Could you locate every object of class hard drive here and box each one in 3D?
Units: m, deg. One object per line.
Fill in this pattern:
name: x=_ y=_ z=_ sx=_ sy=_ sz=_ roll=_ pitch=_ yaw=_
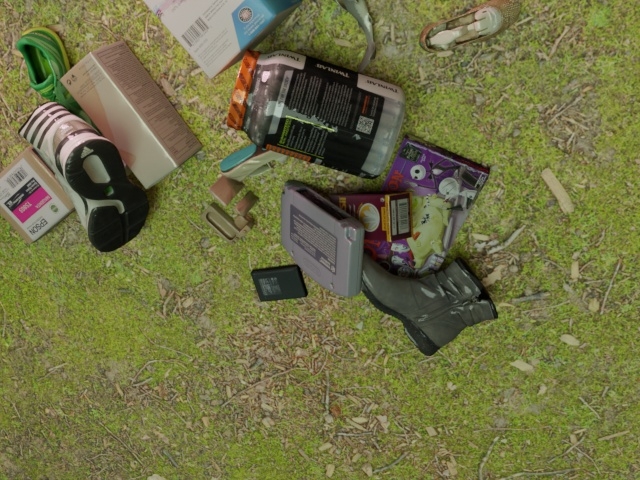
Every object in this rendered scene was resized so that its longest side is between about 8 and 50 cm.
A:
hard drive: x=-0.109 y=0.115 z=1.681 sx=0.135 sy=0.022 sz=0.094 roll=-7 pitch=115 yaw=19

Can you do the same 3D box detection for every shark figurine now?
shark figurine: x=0.034 y=-0.484 z=1.297 sx=0.116 sy=0.166 sz=0.278 roll=-7 pitch=137 yaw=47

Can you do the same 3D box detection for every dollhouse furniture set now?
dollhouse furniture set: x=-0.242 y=-0.058 z=1.567 sx=0.144 sy=0.123 sz=0.151 roll=44 pitch=120 yaw=-9

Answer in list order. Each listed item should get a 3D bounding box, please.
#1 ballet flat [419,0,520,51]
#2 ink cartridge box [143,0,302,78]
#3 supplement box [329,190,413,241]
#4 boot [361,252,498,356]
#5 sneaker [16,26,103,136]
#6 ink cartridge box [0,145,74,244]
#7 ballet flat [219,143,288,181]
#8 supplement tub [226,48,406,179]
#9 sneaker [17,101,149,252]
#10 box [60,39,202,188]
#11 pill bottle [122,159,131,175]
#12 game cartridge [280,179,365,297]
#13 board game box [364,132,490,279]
ballet flat: x=0.295 y=-0.419 z=1.254 sx=0.206 sy=0.067 sz=0.073 roll=-18 pitch=111 yaw=23
ink cartridge box: x=-0.215 y=-0.512 z=1.273 sx=0.198 sy=0.197 sz=0.270 roll=-34 pitch=104 yaw=29
supplement box: x=0.113 y=-0.057 z=1.430 sx=0.188 sy=0.080 sz=0.104 roll=5 pitch=102 yaw=48
boot: x=0.245 y=0.101 z=1.487 sx=0.222 sy=0.118 sz=0.338 roll=-39 pitch=110 yaw=23
sneaker: x=-0.634 y=-0.359 z=1.518 sx=0.109 sy=0.123 sz=0.296 roll=-18 pitch=112 yaw=23
ink cartridge box: x=-0.762 y=-0.128 z=1.700 sx=0.234 sy=0.088 sz=0.193 roll=-32 pitch=104 yaw=27
ballet flat: x=-0.126 y=-0.207 z=1.491 sx=0.248 sy=0.086 sz=0.086 roll=-24 pitch=109 yaw=27
supplement tub: x=-0.011 y=-0.266 z=1.309 sx=0.337 sy=0.207 sz=0.207 roll=16 pitch=121 yaw=-8
sneaker: x=-0.569 y=-0.168 z=1.531 sx=0.257 sy=0.169 sz=0.448 roll=45 pitch=156 yaw=20
box: x=-0.436 y=-0.295 z=1.485 sx=0.121 sy=0.148 sz=0.311 roll=-27 pitch=106 yaw=28
pill bottle: x=-0.539 y=-0.205 z=1.606 sx=0.120 sy=0.067 sz=0.067 roll=18 pitch=121 yaw=6
game cartridge: x=0.000 y=0.000 z=1.475 sx=0.297 sy=0.062 sz=0.198 roll=38 pitch=139 yaw=46
board game box: x=0.226 y=-0.056 z=1.483 sx=0.208 sy=0.056 sz=0.347 roll=25 pitch=121 yaw=7
